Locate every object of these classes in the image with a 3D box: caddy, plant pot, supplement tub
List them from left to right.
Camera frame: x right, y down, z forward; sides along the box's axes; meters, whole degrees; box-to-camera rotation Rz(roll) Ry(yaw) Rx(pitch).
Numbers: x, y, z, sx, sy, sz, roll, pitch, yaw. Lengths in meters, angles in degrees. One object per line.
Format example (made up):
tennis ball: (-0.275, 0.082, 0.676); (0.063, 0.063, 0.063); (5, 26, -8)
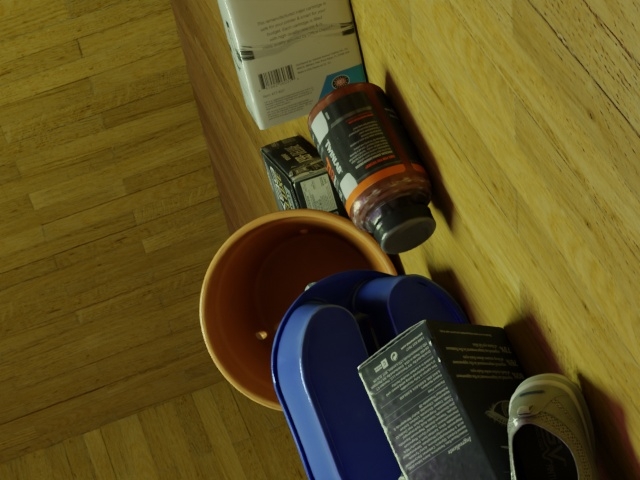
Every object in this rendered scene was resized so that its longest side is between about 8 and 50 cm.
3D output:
plant pot: (-0.016, 0.092, 2.060); (0.203, 0.291, 0.290); (-39, -70, -82)
supplement tub: (0.065, -0.083, 1.643); (0.106, 0.106, 0.198); (85, 163, -60)
caddy: (0.082, 0.198, 1.738); (0.179, 0.241, 0.341); (146, 104, -74)

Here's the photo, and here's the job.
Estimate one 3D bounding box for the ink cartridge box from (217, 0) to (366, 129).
ink cartridge box: (-0.039, -0.260, 1.736); (0.086, 0.148, 0.203); (-121, 15, -59)

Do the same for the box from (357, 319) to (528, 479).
box: (0.157, 0.199, 1.478); (0.153, 0.108, 0.207); (10, -131, -48)

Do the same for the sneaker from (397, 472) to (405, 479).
sneaker: (0.215, 0.271, 1.604); (0.226, 0.163, 0.086); (29, 161, 1)

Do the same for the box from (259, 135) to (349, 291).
box: (0.000, 0.000, 2.306); (0.242, 0.077, 0.307); (-131, 23, -68)

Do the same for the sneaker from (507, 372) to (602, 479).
sneaker: (0.227, 0.272, 1.318); (0.115, 0.105, 0.281); (-15, -96, -65)
